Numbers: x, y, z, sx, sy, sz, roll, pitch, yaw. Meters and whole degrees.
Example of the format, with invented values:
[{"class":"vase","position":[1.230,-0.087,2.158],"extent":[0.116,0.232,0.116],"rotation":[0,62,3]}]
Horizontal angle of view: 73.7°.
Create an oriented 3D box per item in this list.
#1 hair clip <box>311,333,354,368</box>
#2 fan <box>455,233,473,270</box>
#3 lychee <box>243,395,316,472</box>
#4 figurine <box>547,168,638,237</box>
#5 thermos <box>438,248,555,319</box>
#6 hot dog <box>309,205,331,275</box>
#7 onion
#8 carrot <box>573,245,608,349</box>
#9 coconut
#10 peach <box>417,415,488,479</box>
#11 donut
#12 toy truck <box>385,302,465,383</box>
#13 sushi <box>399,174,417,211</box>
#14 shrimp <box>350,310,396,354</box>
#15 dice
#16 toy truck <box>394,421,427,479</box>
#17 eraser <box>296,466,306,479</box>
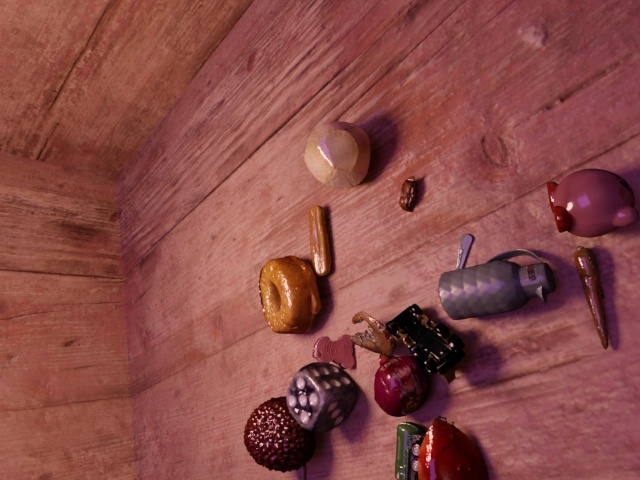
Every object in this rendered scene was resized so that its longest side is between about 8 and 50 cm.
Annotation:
[{"class":"hair clip","position":[0.048,0.396,1.535],"extent":[0.102,0.138,0.123],"rotation":[-12,67,37]},{"class":"fan","position":[0.428,0.074,1.308],"extent":[0.038,0.016,0.193],"rotation":[14,92,42]},{"class":"lychee","position":[-0.135,0.714,1.586],"extent":[0.264,0.300,0.264],"rotation":[170,90,-80]},{"class":"figurine","position":[0.649,-0.090,1.023],"extent":[0.173,0.173,0.173],"rotation":[-10,76,43]},{"class":"thermos","position":[0.482,0.117,1.173],"extent":[0.286,0.145,0.182],"rotation":[-20,39,37]},{"class":"hot dog","position":[-0.001,-0.001,1.702],"extent":[0.088,0.061,0.286],"rotation":[-11,77,42]},{"class":"onion","position":[0.230,0.436,1.352],"extent":[0.218,0.140,0.195],"rotation":[51,137,50]},{"class":"carrot","position":[0.669,0.136,1.046],"extent":[0.049,0.049,0.254],"rotation":[-16,74,41]},{"class":"coconut","position":[0.068,-0.314,1.586],"extent":[0.259,0.259,0.259],"rotation":[-10,76,43]},{"class":"peach","position":[0.363,0.633,1.174],"extent":[0.189,0.068,0.279],"rotation":[-14,80,1]},{"class":"donut","position":[-0.129,0.219,1.710],"extent":[0.317,0.150,0.299],"rotation":[35,120,48]},{"class":"toy truck","position":[0.316,0.305,1.287],"extent":[0.127,0.127,0.257],"rotation":[-37,37,-9]},{"class":"sushi","position":[0.300,-0.159,1.448],"extent":[0.055,0.052,0.120],"rotation":[14,92,44]},{"class":"shrimp","position":[0.158,0.306,1.423],"extent":[0.173,0.058,0.253],"rotation":[59,155,-13]},{"class":"dice","position":[0.002,0.552,1.515],"extent":[0.181,0.182,0.183],"rotation":[38,110,41]},{"class":"toy truck","position":[0.281,0.680,1.284],"extent":[0.125,0.101,0.242],"rotation":[-8,74,48]},{"class":"eraser","position":[-0.073,0.906,1.637],"extent":[0.038,0.019,0.083],"rotation":[-14,73,40]}]
